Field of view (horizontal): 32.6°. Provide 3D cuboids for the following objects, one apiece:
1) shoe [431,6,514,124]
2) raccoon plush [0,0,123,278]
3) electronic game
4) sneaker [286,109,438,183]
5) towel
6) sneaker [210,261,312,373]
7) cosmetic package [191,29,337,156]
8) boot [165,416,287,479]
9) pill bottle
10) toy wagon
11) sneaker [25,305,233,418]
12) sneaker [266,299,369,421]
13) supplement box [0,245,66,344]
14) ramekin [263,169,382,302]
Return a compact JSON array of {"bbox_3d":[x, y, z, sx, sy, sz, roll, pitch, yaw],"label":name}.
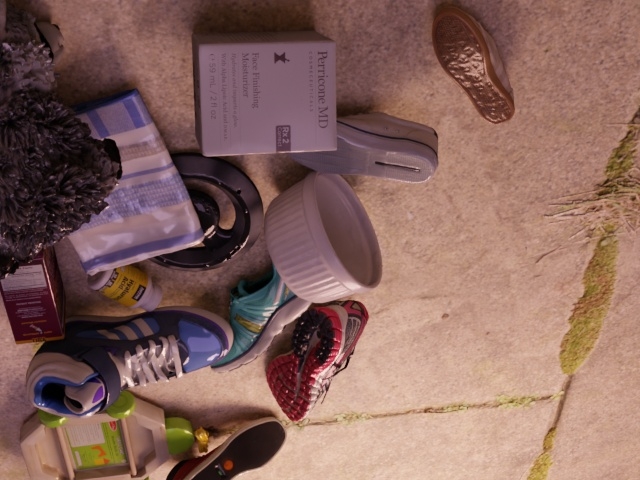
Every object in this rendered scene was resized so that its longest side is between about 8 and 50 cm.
[{"bbox_3d":[0.226,-0.265,1.619,0.076,0.058,0.219,-13,134,28],"label":"shoe"},{"bbox_3d":[-0.434,-0.109,1.369,0.216,0.446,0.299,-12,128,28],"label":"raccoon plush"},{"bbox_3d":[-0.204,-0.041,1.729,0.229,0.048,0.229,-2,128,-3],"label":"electronic game"},{"bbox_3d":[0.054,-0.153,1.660,0.258,0.091,0.094,15,136,2],"label":"sneaker"},{"bbox_3d":[-0.314,-0.080,1.642,0.209,0.034,0.285,-15,126,8],"label":"towel"},{"bbox_3d":[-0.114,0.118,1.887,0.110,0.107,0.275,36,114,-15],"label":"sneaker"},{"bbox_3d":[-0.079,-0.205,1.500,0.184,0.151,0.151,-4,106,-9],"label":"cosmetic package"},{"bbox_3d":[-0.191,0.425,2.160,0.244,0.176,0.088,-33,98,-22],"label":"boot"},{"bbox_3d":[-0.318,0.072,1.800,0.065,0.065,0.116,-40,129,24],"label":"pill bottle"},{"bbox_3d":[-0.385,0.384,2.078,0.344,0.068,0.267,-7,134,-7],"label":"toy wagon"},{"bbox_3d":[-0.314,0.216,1.781,0.323,0.236,0.130,-1,117,4],"label":"sneaker"},{"bbox_3d":[-0.003,0.223,1.986,0.112,0.121,0.299,-18,152,-40],"label":"sneaker"},{"bbox_3d":[-0.458,0.062,1.731,0.081,0.104,0.188,-7,133,-6],"label":"supplement box"},{"bbox_3d":[0.000,0.000,1.714,0.109,0.207,0.207,-25,134,22],"label":"ramekin"}]
